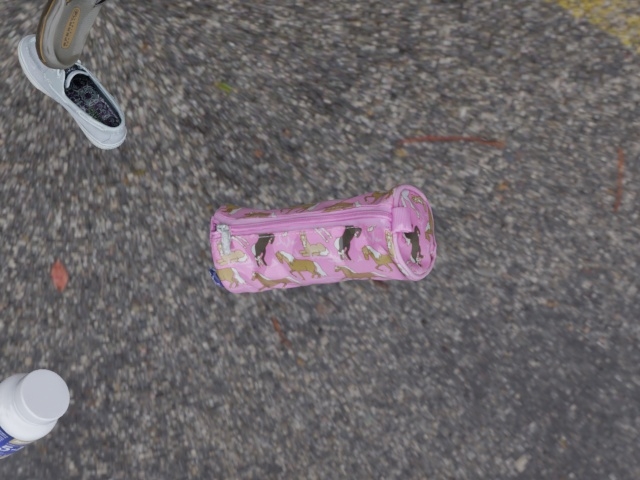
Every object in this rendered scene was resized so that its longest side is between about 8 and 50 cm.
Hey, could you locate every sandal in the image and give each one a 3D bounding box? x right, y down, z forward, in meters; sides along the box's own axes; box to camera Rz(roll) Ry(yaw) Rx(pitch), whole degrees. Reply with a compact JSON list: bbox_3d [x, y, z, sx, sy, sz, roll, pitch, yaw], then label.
[{"bbox_3d":[-0.254,-0.286,1.157,0.060,0.090,0.219,27,105,24],"label":"sandal"}]

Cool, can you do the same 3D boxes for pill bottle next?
[{"bbox_3d":[-0.487,0.276,1.694,0.112,0.112,0.187,42,133,-19],"label":"pill bottle"}]

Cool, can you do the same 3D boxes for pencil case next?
[{"bbox_3d":[0.000,0.000,1.725,0.386,0.167,0.160,-5,107,30],"label":"pencil case"}]

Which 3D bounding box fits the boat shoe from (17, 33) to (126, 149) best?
[{"bbox_3d":[-0.380,-0.244,1.635,0.227,0.081,0.079,48,62,3],"label":"boat shoe"}]
